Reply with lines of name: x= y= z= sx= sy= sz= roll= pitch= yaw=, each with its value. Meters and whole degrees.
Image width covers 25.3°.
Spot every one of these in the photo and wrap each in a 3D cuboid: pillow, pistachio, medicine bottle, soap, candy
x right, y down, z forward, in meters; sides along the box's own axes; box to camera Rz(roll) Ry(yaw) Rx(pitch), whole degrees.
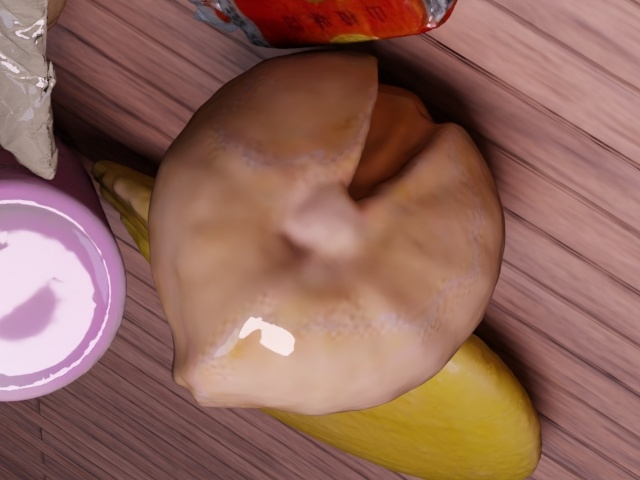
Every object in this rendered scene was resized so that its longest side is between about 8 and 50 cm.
pillow: x=-0.272 y=-0.209 z=0.983 sx=0.274 sy=0.076 sz=0.280 roll=45 pitch=148 yaw=22
pistachio: x=0.000 y=0.000 z=0.895 sx=0.230 sy=0.230 sz=0.309 roll=36 pitch=-166 yaw=0
medicine bottle: x=-0.265 y=-0.001 z=1.177 sx=0.178 sy=0.178 sz=0.290 roll=49 pitch=180 yaw=-24
soap: x=-0.010 y=0.088 z=1.203 sx=0.427 sy=0.115 sz=0.306 roll=22 pitch=152 yaw=26
candy: x=0.008 y=-0.157 z=0.845 sx=0.292 sy=0.059 sz=0.086 roll=2 pitch=142 yaw=49

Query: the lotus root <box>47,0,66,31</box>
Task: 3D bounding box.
lotus root: x=-0.231 y=-0.186 z=1.078 sx=0.073 sy=0.062 sz=0.150 roll=42 pitch=150 yaw=-12
